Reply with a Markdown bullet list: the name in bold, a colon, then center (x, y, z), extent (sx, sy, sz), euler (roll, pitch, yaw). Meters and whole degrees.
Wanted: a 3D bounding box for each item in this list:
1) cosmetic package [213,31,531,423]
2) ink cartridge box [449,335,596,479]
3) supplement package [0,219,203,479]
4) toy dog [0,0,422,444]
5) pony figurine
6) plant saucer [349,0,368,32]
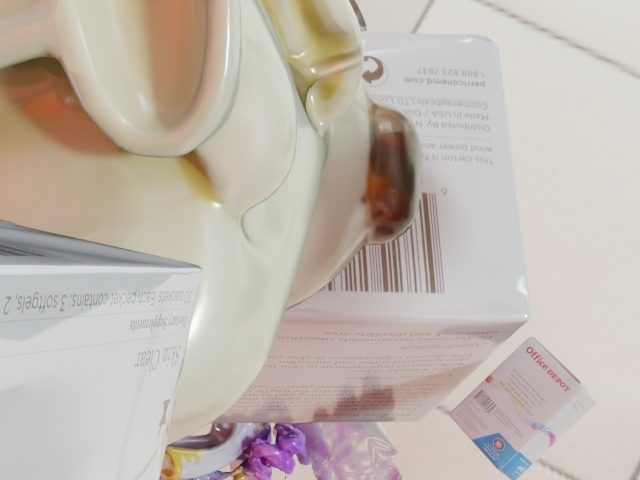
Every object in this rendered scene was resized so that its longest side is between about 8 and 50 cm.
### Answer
- **cosmetic package**: center (0.000, 0.000, 1.541), extent (0.330, 0.393, 0.327), euler (1, 67, -14)
- **ink cartridge box**: center (0.210, 0.173, 1.437), extent (0.122, 0.052, 0.088), euler (-45, 52, 3)
- **supplement package**: center (-0.179, 0.055, 0.402), extent (0.204, 0.262, 0.145), euler (13, 92, 13)
- **toy dog**: center (-0.076, -0.045, 0.778), extent (0.285, 0.408, 0.395), euler (-25, 89, 17)
- **pony figurine**: center (-0.097, 0.239, 1.814), extent (0.303, 0.363, 0.351), euler (-38, 65, 36)
- **plant saucer**: center (0.000, -0.305, 1.598), extent (0.029, 0.168, 0.168), euler (-31, 77, 12)
